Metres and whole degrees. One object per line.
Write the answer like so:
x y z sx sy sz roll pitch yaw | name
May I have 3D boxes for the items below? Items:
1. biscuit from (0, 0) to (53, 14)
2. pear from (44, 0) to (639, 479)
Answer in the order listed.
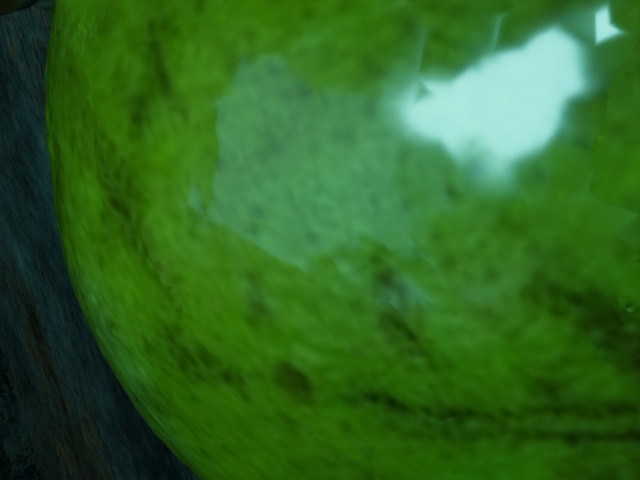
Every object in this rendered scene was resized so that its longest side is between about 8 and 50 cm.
-0.123 -0.246 0.719 0.332 0.103 0.332 27 120 59 | biscuit
0.093 -0.040 0.573 0.413 0.352 0.352 -21 94 61 | pear
